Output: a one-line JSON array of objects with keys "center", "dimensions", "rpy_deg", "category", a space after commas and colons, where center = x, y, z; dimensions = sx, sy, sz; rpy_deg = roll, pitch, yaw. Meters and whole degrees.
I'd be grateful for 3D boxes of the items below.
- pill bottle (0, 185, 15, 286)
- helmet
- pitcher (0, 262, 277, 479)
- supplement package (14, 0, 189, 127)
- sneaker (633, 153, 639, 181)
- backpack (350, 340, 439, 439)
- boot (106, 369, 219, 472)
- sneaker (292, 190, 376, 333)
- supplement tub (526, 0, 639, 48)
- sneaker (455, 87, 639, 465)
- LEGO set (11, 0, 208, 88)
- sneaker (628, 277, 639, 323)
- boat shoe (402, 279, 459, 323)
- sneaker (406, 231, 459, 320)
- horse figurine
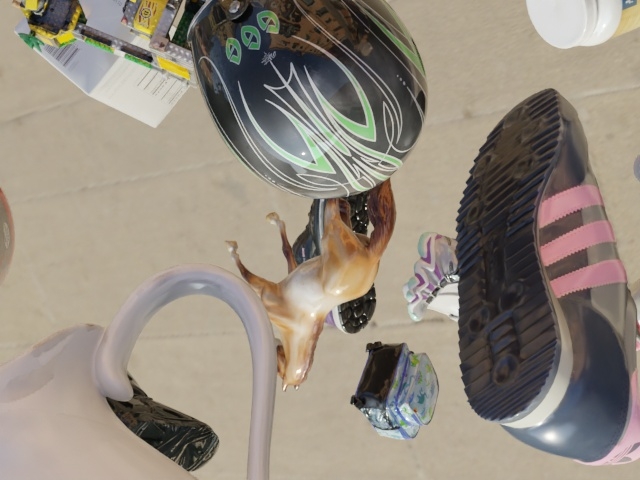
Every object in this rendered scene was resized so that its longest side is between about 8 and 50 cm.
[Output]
[{"center": [-0.399, 0.032, 1.029], "dimensions": [0.210, 0.363, 0.210], "rpy_deg": [-1, 104, -3], "category": "pill bottle"}, {"center": [-0.003, -0.110, 0.851], "dimensions": [0.161, 0.169, 0.169], "rpy_deg": [56, 133, 9], "category": "helmet"}, {"center": [-0.064, 0.121, 0.472], "dimensions": [0.207, 0.178, 0.125], "rpy_deg": [54, 172, 22], "category": "pitcher"}, {"center": [-0.260, -0.255, 1.551], "dimensions": [0.139, 0.244, 0.134], "rpy_deg": [41, 94, 12], "category": "supplement package"}, {"center": [0.344, -0.061, 1.040], "dimensions": [0.134, 0.070, 0.051], "rpy_deg": [7, 96, 16], "category": "sneaker"}, {"center": [0.100, 0.194, 1.496], "dimensions": [0.084, 0.105, 0.114], "rpy_deg": [3, 144, 24], "category": "backpack"}, {"center": [-0.141, 0.127, 0.915], "dimensions": [0.099, 0.121, 0.045], "rpy_deg": [41, 97, 36], "category": "boot"}, {"center": [0.000, 0.000, 1.775], "dimensions": [0.124, 0.107, 0.283], "rpy_deg": [17, 121, 39], "category": "sneaker"}, {"center": [0.407, -0.361, 1.692], "dimensions": [0.144, 0.200, 0.144], "rpy_deg": [43, 147, 38], "category": "supplement tub"}, {"center": [0.178, 0.025, 0.882], "dimensions": [0.131, 0.319, 0.112], "rpy_deg": [32, 135, -24], "category": "sneaker"}, {"center": [-0.176, -0.320, 1.248], "dimensions": [0.255, 0.192, 0.331], "rpy_deg": [31, 86, -3], "category": "LEGO set"}, {"center": [0.379, 0.061, 1.039], "dimensions": [0.131, 0.350, 0.148], "rpy_deg": [-48, 66, 35], "category": "sneaker"}, {"center": [0.255, 0.104, 1.942], "dimensions": [0.096, 0.268, 0.088], "rpy_deg": [-35, 58, 47], "category": "boat shoe"}, {"center": [0.133, 0.042, 1.276], "dimensions": [0.069, 0.038, 0.098], "rpy_deg": [10, 89, 25], "category": "sneaker"}, {"center": [-0.003, 0.021, 1.212], "dimensions": [0.263, 0.066, 0.174], "rpy_deg": [-42, 60, 36], "category": "horse figurine"}]
